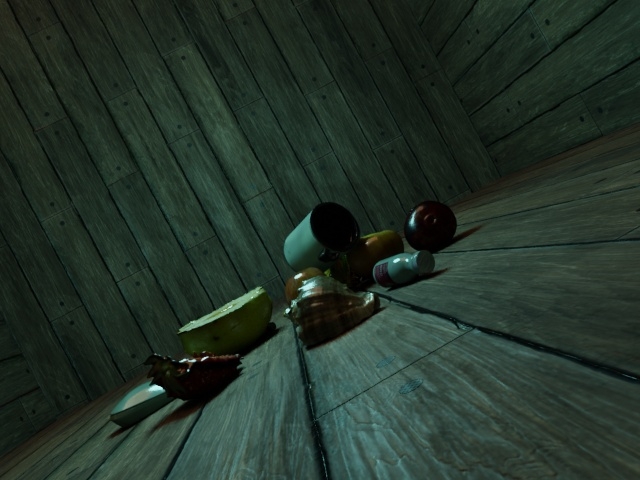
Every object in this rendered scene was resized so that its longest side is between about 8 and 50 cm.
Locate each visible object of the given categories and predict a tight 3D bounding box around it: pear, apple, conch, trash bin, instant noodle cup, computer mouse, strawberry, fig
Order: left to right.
[{"bbox_3d":[-0.577,0.528,1.683,0.288,0.097,0.159,-29,-2,-33],"label":"computer mouse"},{"bbox_3d":[-0.346,0.403,1.471,0.233,0.138,0.306,-6,-13,34],"label":"strawberry"},{"bbox_3d":[-0.354,0.354,1.957,0.386,0.191,0.340,-28,3,-10],"label":"pear"},{"bbox_3d":[-0.043,0.196,1.874,0.188,0.174,0.188,-27,-3,-1],"label":"apple"},{"bbox_3d":[0.000,0.000,1.964,0.262,0.217,0.277,-44,28,51],"label":"trash bin"},{"bbox_3d":[0.008,0.174,1.359,0.291,0.159,0.210,-26,-1,31],"label":"conch"},{"bbox_3d":[0.087,0.154,2.143,0.151,0.151,0.122,-28,-12,-35],"label":"instant noodle cup"},{"bbox_3d":[0.224,0.058,1.980,0.210,0.173,0.235,-17,0,-45],"label":"apple"},{"bbox_3d":[0.408,-0.044,1.906,0.204,0.186,0.249,-47,-5,-10],"label":"fig"}]

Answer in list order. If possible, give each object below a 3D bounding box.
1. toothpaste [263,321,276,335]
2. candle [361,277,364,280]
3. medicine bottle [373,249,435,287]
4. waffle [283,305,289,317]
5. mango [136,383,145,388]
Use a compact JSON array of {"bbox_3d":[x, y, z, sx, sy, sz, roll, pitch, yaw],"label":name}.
[{"bbox_3d":[-0.279,0.403,2.098,0.239,0.039,0.062,-31,5,33],"label":"toothpaste"},{"bbox_3d":[0.246,0.128,2.135,0.167,0.021,0.026,-29,-22,-27],"label":"candle"},{"bbox_3d":[0.248,0.084,1.472,0.090,0.090,0.216,-28,0,-29],"label":"medicine bottle"},{"bbox_3d":[-0.046,0.273,2.233,0.237,0.059,0.243,-25,4,38],"label":"waffle"},{"bbox_3d":[-0.708,0.622,1.984,0.101,0.066,0.187,-29,9,-32],"label":"mango"}]
